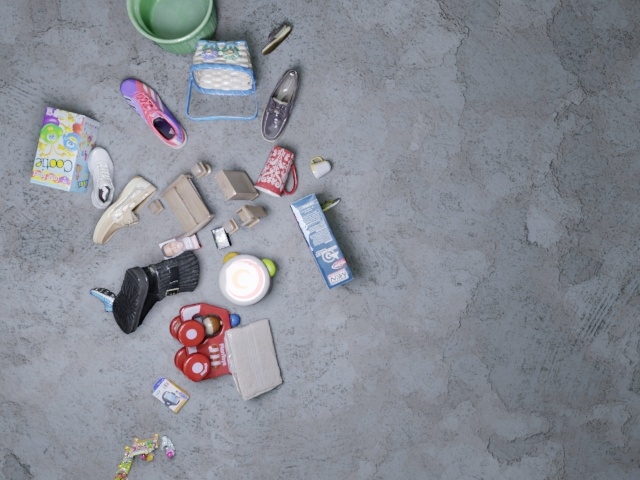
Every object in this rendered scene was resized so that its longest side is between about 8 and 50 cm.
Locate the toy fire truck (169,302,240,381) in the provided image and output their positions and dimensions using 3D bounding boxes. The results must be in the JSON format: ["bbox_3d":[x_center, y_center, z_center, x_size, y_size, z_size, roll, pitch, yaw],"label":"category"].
[{"bbox_3d":[-0.425,0.383,1.841,0.254,0.169,0.301,-9,93,-29],"label":"toy fire truck"}]

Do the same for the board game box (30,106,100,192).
[{"bbox_3d":[-0.929,-0.325,1.761,0.142,0.144,0.275,13,92,-3],"label":"board game box"}]

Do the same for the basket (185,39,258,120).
[{"bbox_3d":[-0.359,-0.572,1.746,0.255,0.201,0.288,-2,84,-4],"label":"basket"}]

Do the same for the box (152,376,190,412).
[{"bbox_3d":[-0.593,0.604,1.896,0.136,0.028,0.081,39,91,-6],"label":"box"}]

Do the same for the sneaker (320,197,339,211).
[{"bbox_3d":[0.036,-0.146,1.880,0.083,0.031,0.035,-33,94,-1],"label":"sneaker"}]

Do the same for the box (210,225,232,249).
[{"bbox_3d":[-0.381,-0.011,1.850,0.052,0.062,0.083,-17,95,-1],"label":"box"}]

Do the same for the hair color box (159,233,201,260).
[{"bbox_3d":[-0.539,0.020,1.854,0.141,0.043,0.071,-21,95,-1],"label":"hair color box"}]

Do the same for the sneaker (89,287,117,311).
[{"bbox_3d":[-0.816,0.240,1.844,0.162,0.063,0.073,33,95,-4],"label":"sneaker"}]

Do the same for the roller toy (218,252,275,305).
[{"bbox_3d":[-0.283,0.151,1.824,0.210,0.146,0.190,12,84,2],"label":"roller toy"}]

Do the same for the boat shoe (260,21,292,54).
[{"bbox_3d":[-0.174,-0.765,1.822,0.152,0.056,0.049,-44,90,-9],"label":"boat shoe"}]

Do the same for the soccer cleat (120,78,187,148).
[{"bbox_3d":[-0.623,-0.478,1.781,0.109,0.116,0.318,-40,95,0],"label":"soccer cleat"}]

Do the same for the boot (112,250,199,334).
[{"bbox_3d":[-0.608,0.197,1.798,0.131,0.260,0.348,50,128,17],"label":"boot"}]

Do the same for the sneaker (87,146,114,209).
[{"bbox_3d":[-0.800,-0.229,1.780,0.091,0.115,0.231,-9,101,-34],"label":"sneaker"}]

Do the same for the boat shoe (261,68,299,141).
[{"bbox_3d":[-0.154,-0.514,1.815,0.103,0.092,0.285,23,92,-4],"label":"boat shoe"}]

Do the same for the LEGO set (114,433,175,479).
[{"bbox_3d":[-0.717,0.858,1.864,0.287,0.107,0.132,-34,95,-1],"label":"LEGO set"}]

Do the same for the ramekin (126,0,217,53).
[{"bbox_3d":[-0.521,-0.829,1.734,0.304,0.148,0.303,0,88,2],"label":"ramekin"}]

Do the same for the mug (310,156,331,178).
[{"bbox_3d":[0.002,-0.286,1.857,0.064,0.062,0.078,-26,101,-9],"label":"mug"}]

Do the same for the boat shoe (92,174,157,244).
[{"bbox_3d":[-0.734,-0.098,1.807,0.098,0.109,0.302,36,86,-3],"label":"boat shoe"}]

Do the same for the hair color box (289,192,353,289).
[{"bbox_3d":[0.000,0.000,1.816,0.105,0.174,0.347,-25,94,-1],"label":"hair color box"}]

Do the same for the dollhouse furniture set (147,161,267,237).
[{"bbox_3d":[-0.420,-0.108,1.829,0.356,0.174,0.303,-35,82,20],"label":"dollhouse furniture set"}]

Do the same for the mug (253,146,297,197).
[{"bbox_3d":[-0.161,-0.257,1.841,0.113,0.150,0.169,20,88,32],"label":"mug"}]

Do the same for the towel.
[{"bbox_3d":[-0.256,0.456,1.856,0.187,0.049,0.281,-13,94,-37],"label":"towel"}]
